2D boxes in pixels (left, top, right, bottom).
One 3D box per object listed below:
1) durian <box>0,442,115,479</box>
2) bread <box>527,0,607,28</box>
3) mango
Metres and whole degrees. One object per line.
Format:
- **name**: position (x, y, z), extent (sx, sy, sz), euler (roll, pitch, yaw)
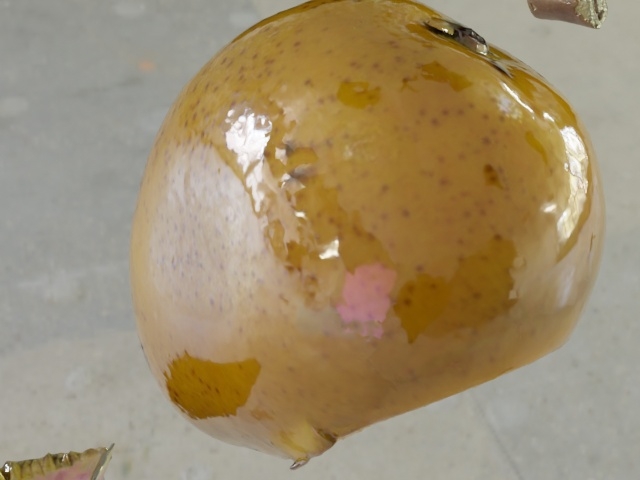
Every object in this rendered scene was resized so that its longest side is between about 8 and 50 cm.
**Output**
- **durian**: position (-0.274, 0.231, 0.825), extent (0.341, 0.191, 0.112), euler (-37, 81, -30)
- **bread**: position (0.239, -0.231, 1.384), extent (0.036, 0.047, 0.083), euler (-42, 36, -21)
- **mango**: position (0.000, 0.000, 0.650), extent (0.160, 0.290, 0.191), euler (-12, 73, -36)
